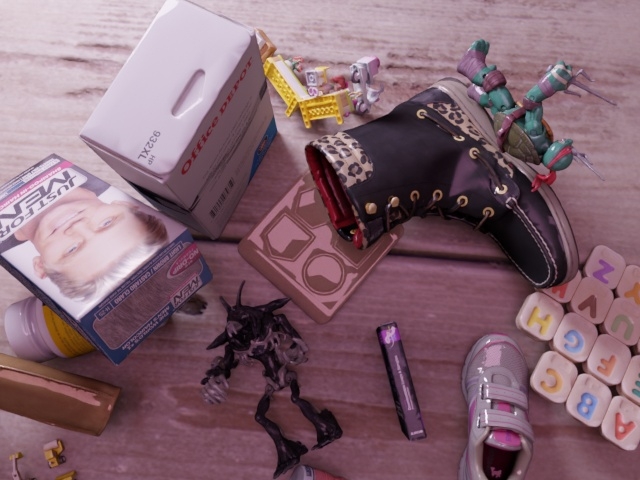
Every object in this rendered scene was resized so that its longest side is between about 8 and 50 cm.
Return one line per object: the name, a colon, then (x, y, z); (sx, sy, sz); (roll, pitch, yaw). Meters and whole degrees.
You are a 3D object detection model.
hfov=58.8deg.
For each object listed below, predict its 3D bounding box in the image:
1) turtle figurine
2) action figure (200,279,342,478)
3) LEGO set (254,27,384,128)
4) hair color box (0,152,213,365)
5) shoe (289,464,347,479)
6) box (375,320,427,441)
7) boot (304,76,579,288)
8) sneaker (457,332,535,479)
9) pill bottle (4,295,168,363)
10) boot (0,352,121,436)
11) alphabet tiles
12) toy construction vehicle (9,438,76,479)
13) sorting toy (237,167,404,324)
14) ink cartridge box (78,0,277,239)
turtle figurine: (0.288, -0.168, 0.773); (0.118, 0.175, 0.234); (-35, 62, -7)
action figure: (-0.080, 0.188, 0.829); (0.164, 0.141, 0.276); (-32, 80, 6)
LEGO set: (-0.002, -0.271, 0.947); (0.107, 0.132, 0.287); (-29, 44, -33)
hair color box: (-0.335, 0.007, 0.795); (0.347, 0.105, 0.174); (25, 58, 33)
shoe: (-0.027, 0.410, 0.815); (0.081, 0.063, 0.178); (23, 97, -20)
box: (0.115, 0.203, 0.831); (0.029, 0.116, 0.162); (-15, 78, 0)
boot: (0.172, -0.055, 0.845); (0.284, 0.138, 0.377); (-23, 74, -19)
sneaker: (0.261, 0.259, 0.817); (0.103, 0.111, 0.252); (4, 78, 2)
pill bottle: (-0.349, 0.108, 0.860); (0.208, 0.119, 0.119); (-19, 78, -3)
boot: (-0.449, 0.229, 0.831); (0.269, 0.236, 0.089); (22, 58, -17)
alphabet tiles: (0.444, 0.150, 0.855); (0.284, 0.021, 0.278); (34, 68, 7)
toy construction vehicle: (-0.415, 0.357, 0.850); (0.086, 0.035, 0.098); (-18, 78, -3)
sorting toy: (0.000, 0.000, 0.922); (0.193, 0.038, 0.208); (40, 86, 9)
ink cartridge box: (-0.178, -0.155, 0.817); (0.129, 0.307, 0.223); (27, 79, 6)
